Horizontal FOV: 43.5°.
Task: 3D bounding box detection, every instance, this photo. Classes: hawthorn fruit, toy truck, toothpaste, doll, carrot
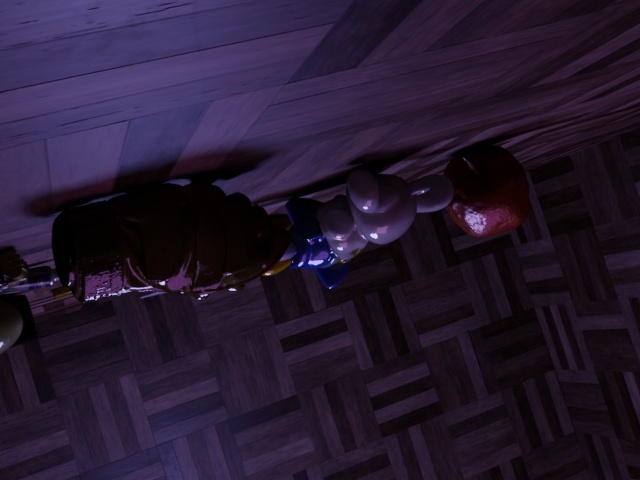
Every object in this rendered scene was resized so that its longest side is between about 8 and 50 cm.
[{"bbox_3d":[0.355,-0.126,1.757,0.208,0.207,0.243,-18,152,17],"label":"hawthorn fruit"},{"bbox_3d":[-0.442,0.042,1.127,0.054,0.049,0.083,-18,177,-15],"label":"toy truck"},{"bbox_3d":[-0.531,0.072,1.359,0.216,0.037,0.062,-9,172,-29],"label":"toothpaste"},{"bbox_3d":[0.050,-0.044,1.574,0.366,0.187,0.376,-28,150,27],"label":"doll"},{"bbox_3d":[-0.101,-0.032,1.952,0.061,0.061,0.210,-18,-176,19],"label":"carrot"}]

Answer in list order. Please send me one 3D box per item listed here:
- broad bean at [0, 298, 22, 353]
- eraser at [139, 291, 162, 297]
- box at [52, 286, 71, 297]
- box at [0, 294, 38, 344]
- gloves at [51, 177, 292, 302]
[{"bbox_3d":[-0.628,0.154,1.281,0.291,0.119,0.238,-8,173,-26],"label":"broad bean"},{"bbox_3d":[-0.325,0.072,2.363,0.397,0.082,0.213,-18,177,18],"label":"eraser"},{"bbox_3d":[-0.604,0.116,2.050,0.155,0.023,0.087,-16,180,-20],"label":"box"},{"bbox_3d":[-0.849,0.228,1.705,0.416,0.115,0.264,-17,177,2],"label":"box"},{"bbox_3d":[-0.166,0.000,1.014,0.331,0.154,0.141,-7,174,-37],"label":"gloves"}]
